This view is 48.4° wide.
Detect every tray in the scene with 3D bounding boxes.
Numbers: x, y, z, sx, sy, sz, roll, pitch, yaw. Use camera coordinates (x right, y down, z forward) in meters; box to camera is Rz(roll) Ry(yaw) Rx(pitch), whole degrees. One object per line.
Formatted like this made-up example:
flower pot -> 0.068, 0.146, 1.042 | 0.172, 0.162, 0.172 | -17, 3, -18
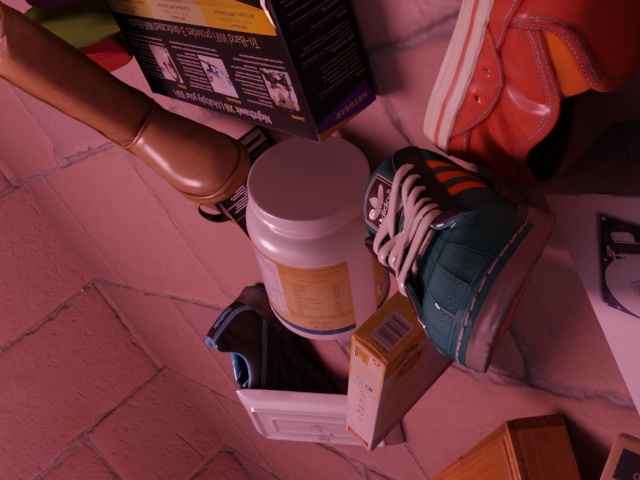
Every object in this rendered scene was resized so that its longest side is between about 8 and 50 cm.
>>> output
tray -> -0.002, 0.306, 1.201 | 0.271, 0.030, 0.145 | 0, 137, 17
tray -> 0.223, 0.376, 0.907 | 0.411, 0.076, 0.202 | 103, 161, -61

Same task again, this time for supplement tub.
supplement tub -> 0.000, 0.000, 0.770 | 0.144, 0.144, 0.199 | 33, 152, 31

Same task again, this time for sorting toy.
sorting toy -> -0.317, -0.305, 0.880 | 0.365, 0.127, 0.126 | 167, 87, -78

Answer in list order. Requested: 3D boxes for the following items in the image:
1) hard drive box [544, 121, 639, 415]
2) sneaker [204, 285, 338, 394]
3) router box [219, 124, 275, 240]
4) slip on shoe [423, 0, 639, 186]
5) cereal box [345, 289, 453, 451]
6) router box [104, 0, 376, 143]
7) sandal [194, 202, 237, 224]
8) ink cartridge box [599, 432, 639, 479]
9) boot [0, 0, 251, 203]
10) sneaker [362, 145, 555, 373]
hard drive box -> 0.272, 0.042, 0.437 | 0.181, 0.089, 0.232 | 7, 133, 58
sneaker -> -0.083, 0.244, 1.287 | 0.125, 0.140, 0.340 | 5, 133, 55
router box -> -0.081, -0.063, 0.937 | 0.133, 0.046, 0.179 | 51, 156, -7
slip on shoe -> 0.136, -0.134, 0.379 | 0.101, 0.123, 0.331 | 34, 159, 13
cereal box -> 0.099, 0.106, 0.727 | 0.047, 0.173, 0.240 | 39, 154, 22
router box -> -0.108, -0.240, 0.672 | 0.309, 0.081, 0.242 | 24, 146, 43
sandal -> -0.158, -0.052, 1.082 | 0.180, 0.049, 0.072 | 30, 150, 36
ink cartridge box -> 0.332, 0.233, 0.503 | 0.235, 0.088, 0.193 | 29, 171, -38
boot -> -0.235, -0.146, 0.775 | 0.236, 0.089, 0.269 | 24, 174, 41
sneaker -> 0.078, 0.000, 0.491 | 0.121, 0.108, 0.302 | 23, -168, 7
